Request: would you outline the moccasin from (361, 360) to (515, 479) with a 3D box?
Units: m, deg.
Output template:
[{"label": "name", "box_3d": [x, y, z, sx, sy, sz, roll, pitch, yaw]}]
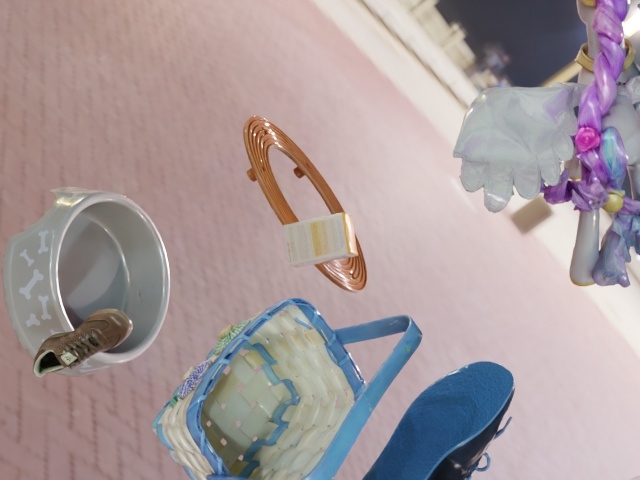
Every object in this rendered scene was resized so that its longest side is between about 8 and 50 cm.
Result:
[{"label": "moccasin", "box_3d": [0.157, 0.316, 1.691, 0.137, 0.342, 0.117, 30, -28, 40]}]

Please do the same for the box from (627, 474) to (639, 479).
[{"label": "box", "box_3d": [0.303, 0.355, 1.076, 0.212, 0.293, 0.395, 59, -15, 13]}]

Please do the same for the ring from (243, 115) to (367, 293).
[{"label": "ring", "box_3d": [-0.029, -0.055, 1.900, 0.336, 0.032, 0.337, 50, 18, -22]}]

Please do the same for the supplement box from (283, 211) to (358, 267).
[{"label": "supplement box", "box_3d": [0.000, 0.000, 1.700, 0.036, 0.098, 0.062, 21, 59, -70]}]

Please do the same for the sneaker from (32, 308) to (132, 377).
[{"label": "sneaker", "box_3d": [-0.368, 0.167, 1.802, 0.066, 0.188, 0.071, 50, 35, -21]}]

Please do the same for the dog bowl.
[{"label": "dog bowl", "box_3d": [-0.404, 0.070, 2.092, 0.348, 0.102, 0.349, 15, 72, -55]}]

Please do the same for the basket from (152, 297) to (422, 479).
[{"label": "basket", "box_3d": [-0.041, 0.193, 1.326, 0.201, 0.289, 0.255, 57, 49, -22]}]

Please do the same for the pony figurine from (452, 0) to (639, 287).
[{"label": "pony figurine", "box_3d": [0.307, -0.122, 1.250, 0.363, 0.302, 0.351, 74, 18, -45]}]
